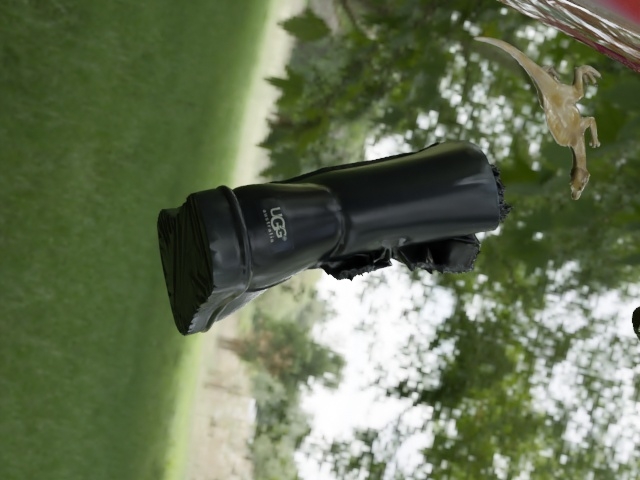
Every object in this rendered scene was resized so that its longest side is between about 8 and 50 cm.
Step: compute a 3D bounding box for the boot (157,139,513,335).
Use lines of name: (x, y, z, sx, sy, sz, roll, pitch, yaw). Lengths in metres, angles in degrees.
boot: (0.000, 0.000, 0.792, 0.246, 0.207, 0.094, 149, -69, -72)

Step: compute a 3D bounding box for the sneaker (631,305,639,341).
sneaker: (0.471, 0.125, 1.574, 0.064, 0.086, 0.192, -53, 156, 2)

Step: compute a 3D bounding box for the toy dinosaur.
toy dinosaur: (0.215, -0.129, 1.016, 0.053, 0.183, 0.092, -19, -159, 39)

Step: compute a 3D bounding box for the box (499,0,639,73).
box: (0.068, -0.186, 0.456, 0.142, 0.300, 0.154, -61, 160, 11)
